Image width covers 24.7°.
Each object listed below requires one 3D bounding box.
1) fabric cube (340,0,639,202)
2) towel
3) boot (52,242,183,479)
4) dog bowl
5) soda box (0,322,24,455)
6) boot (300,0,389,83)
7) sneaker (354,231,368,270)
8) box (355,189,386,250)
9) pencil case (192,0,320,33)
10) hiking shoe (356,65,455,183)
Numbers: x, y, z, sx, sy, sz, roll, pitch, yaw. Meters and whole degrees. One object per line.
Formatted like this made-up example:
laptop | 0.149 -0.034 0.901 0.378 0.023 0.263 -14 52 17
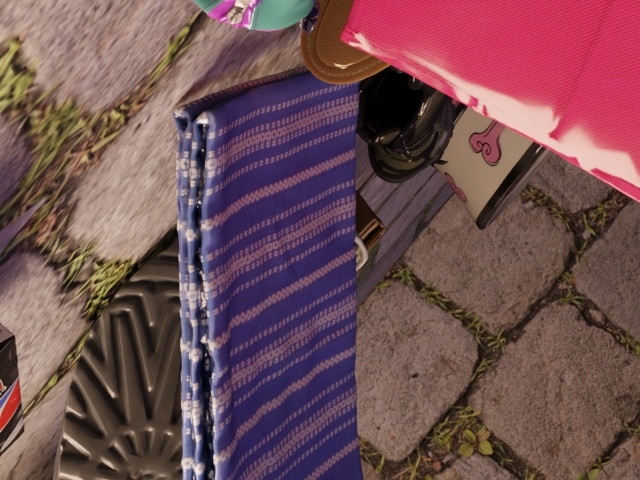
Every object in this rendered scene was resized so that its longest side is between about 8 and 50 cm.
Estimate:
fabric cube | 0.204 -0.190 0.744 0.254 0.259 0.258 -39 154 -51
towel | -0.020 0.059 0.957 0.243 0.040 0.336 -29 122 -62
boot | -0.162 0.212 1.188 0.445 0.146 0.367 129 -18 -72
dog bowl | 0.271 -0.214 1.772 0.408 0.150 0.408 -49 174 -7
soda box | -0.183 0.073 0.711 0.053 0.060 0.169 -48 173 -22
boot | 0.067 -0.176 0.965 0.197 0.073 0.152 -48 178 3
sneaker | 0.000 0.000 1.389 0.090 0.095 0.235 -54 176 10
box | -0.004 0.024 1.545 0.164 0.021 0.201 -48 -168 5
pencil case | -0.013 -0.148 0.600 0.151 0.064 0.070 118 -11 -58
hiking shoe | 0.064 -0.117 1.303 0.114 0.086 0.227 -31 159 -28
